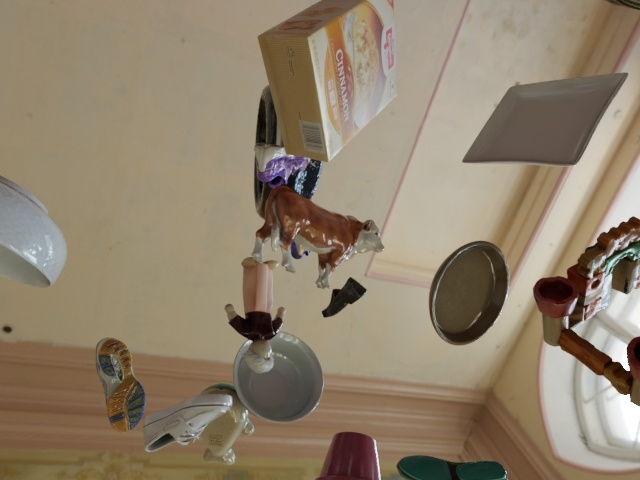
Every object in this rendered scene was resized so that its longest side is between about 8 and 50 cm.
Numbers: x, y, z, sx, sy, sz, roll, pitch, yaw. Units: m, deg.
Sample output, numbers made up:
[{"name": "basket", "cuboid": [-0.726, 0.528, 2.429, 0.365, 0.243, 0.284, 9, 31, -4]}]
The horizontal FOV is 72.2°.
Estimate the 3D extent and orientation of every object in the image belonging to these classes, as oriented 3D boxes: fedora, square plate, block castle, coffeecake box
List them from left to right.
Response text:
[{"name": "fedora", "cuboid": [-0.077, -0.213, 1.093, 0.153, 0.333, 0.334, 1, -157, -14]}, {"name": "coffeecake box", "cuboid": [0.022, -0.206, 0.531, 0.068, 0.142, 0.185, 17, -131, 30]}, {"name": "square plate", "cuboid": [0.644, -0.339, 1.283, 0.049, 0.343, 0.347, 45, 162, -34]}, {"name": "block castle", "cuboid": [0.703, 0.100, 0.888, 0.454, 0.212, 0.303, -27, -147, -10]}]

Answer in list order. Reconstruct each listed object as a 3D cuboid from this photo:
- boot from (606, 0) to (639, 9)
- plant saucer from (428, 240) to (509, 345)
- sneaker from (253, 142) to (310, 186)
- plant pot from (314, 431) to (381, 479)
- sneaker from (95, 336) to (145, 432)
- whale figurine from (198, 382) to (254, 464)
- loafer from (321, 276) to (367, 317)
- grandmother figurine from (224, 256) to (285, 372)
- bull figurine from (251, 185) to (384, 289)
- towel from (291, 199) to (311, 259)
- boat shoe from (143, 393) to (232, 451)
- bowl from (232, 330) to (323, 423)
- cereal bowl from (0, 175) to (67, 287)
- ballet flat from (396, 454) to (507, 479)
[{"name": "boot", "cuboid": [0.322, -0.183, 0.308, 0.220, 0.082, 0.106, 3, -147, 0]}, {"name": "plant saucer", "cuboid": [0.376, 0.132, 1.121, 0.278, 0.277, 0.041, 5, -170, -32]}, {"name": "sneaker", "cuboid": [-0.070, -0.126, 0.744, 0.069, 0.071, 0.170, 12, -167, 17]}, {"name": "plant pot", "cuboid": [0.088, 0.654, 1.240, 0.202, 0.201, 0.180, 16, -131, -4]}, {"name": "sneaker", "cuboid": [-0.628, 0.442, 1.370, 0.112, 0.295, 0.131, -10, -175, -38]}, {"name": "whale figurine", "cuboid": [-0.316, 0.583, 1.411, 0.217, 0.271, 0.141, 4, -164, 3]}, {"name": "loafer", "cuboid": [0.055, 0.158, 1.213, 0.061, 0.170, 0.062, 52, -146, 4]}, {"name": "grandmother figurine", "cuboid": [-0.190, 0.224, 1.323, 0.208, 0.104, 0.341, 6, -116, -27]}, {"name": "bull figurine", "cuboid": [0.000, 0.000, 0.957, 0.311, 0.188, 0.101, 25, 167, -30]}, {"name": "towel", "cuboid": [-0.062, -0.084, 1.463, 0.077, 0.227, 0.308, 9, 159, 6]}, {"name": "boat shoe", "cuboid": [-0.299, 0.415, 0.990, 0.095, 0.258, 0.084, 32, -142, -44]}, {"name": "bowl", "cuboid": [-0.149, 0.450, 1.397, 0.298, 0.134, 0.297, 15, -134, -16]}, {"name": "cereal bowl", "cuboid": [-0.684, -0.044, 0.906, 0.340, 0.339, 0.141, 19, -118, 3]}, {"name": "ballet flat", "cuboid": [0.299, 0.553, 1.006, 0.248, 0.087, 0.083, 0, -155, 4]}]
